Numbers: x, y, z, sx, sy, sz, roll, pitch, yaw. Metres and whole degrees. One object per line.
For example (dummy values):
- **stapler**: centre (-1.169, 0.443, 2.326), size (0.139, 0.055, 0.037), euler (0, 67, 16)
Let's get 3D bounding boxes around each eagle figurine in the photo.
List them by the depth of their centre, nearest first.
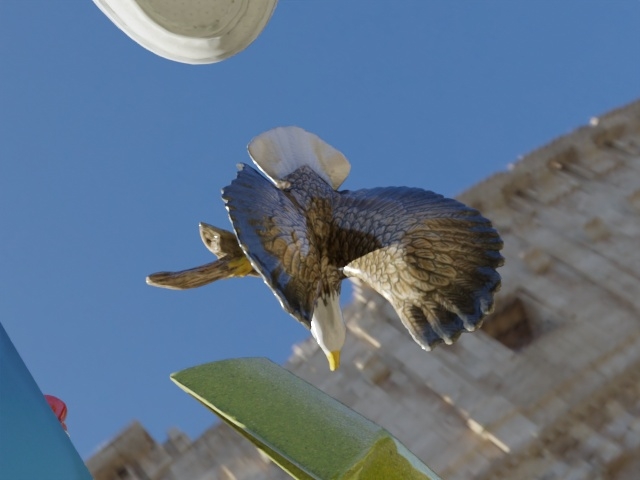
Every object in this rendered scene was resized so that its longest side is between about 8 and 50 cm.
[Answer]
- **eagle figurine**: centre (0.005, 0.010, 1.378), size (0.226, 0.298, 0.225), euler (-43, -80, -20)

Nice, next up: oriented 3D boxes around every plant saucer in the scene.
- **plant saucer**: centre (0.025, 0.137, 0.881), size (0.045, 0.188, 0.188), euler (-53, -54, -10)

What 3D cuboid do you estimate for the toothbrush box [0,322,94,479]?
- **toothbrush box**: centre (-0.079, 0.153, 0.232), size (0.126, 0.295, 0.216), euler (-39, -16, 11)

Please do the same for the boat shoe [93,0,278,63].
- **boat shoe**: centre (-0.083, -0.205, 0.687), size (0.135, 0.156, 0.367), euler (-11, -47, -2)

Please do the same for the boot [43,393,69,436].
- **boot**: centre (-0.173, 0.154, 0.912), size (0.088, 0.244, 0.176), euler (39, -127, -23)
